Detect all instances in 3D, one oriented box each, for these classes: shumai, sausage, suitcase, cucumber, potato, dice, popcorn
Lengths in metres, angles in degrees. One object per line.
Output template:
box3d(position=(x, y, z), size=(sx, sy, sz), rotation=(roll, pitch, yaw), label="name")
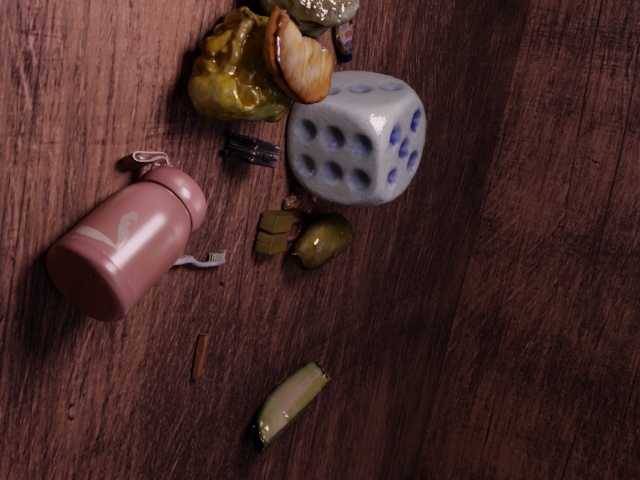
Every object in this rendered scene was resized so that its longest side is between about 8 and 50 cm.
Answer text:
box3d(position=(-0.074, -0.508, 1.776), size=(0.261, 0.222, 0.225), rotation=(42, 46, -24), label="shumai")
box3d(position=(-0.279, 0.270, 1.996), size=(0.026, 0.026, 0.116), rotation=(-14, 119, -61), label="sausage")
box3d(position=(-0.149, -0.198, 1.877), size=(0.126, 0.086, 0.059), rotation=(3, 106, -64), label="suitcase")
box3d(position=(-0.108, 0.467, 2.394), size=(0.325, 0.105, 0.145), rotation=(-41, 167, -48), label="cucumber")
box3d(position=(0.000, 0.000, 2.272), size=(0.251, 0.113, 0.149), rotation=(-28, 156, -53), label="potato")
box3d(position=(0.089, -0.253, 2.115), size=(0.262, 0.268, 0.264), rotation=(-39, 140, -48), label="dice")
box3d(position=(-0.147, -0.346, 1.695), size=(0.286, 0.174, 0.225), rotation=(-13, 106, -65), label="popcorn")

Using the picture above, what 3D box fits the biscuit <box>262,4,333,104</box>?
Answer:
box3d(position=(-0.038, -0.343, 1.680), size=(0.299, 0.045, 0.154), rotation=(19, 70, -67), label="biscuit")

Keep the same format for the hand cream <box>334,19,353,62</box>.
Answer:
box3d(position=(0.054, -0.521, 2.137), size=(0.062, 0.039, 0.163), rotation=(-37, 138, -27), label="hand cream")

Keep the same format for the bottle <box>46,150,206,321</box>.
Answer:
box3d(position=(-0.338, -0.022, 1.531), size=(0.206, 0.173, 0.297), rotation=(55, 50, -18), label="bottle")

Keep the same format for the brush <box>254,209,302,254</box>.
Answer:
box3d(position=(-0.088, -0.024, 2.169), size=(0.233, 0.047, 0.103), rotation=(-9, 115, -68), label="brush")

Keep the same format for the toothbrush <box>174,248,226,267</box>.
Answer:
box3d(position=(-0.302, 0.044, 1.796), size=(0.375, 0.028, 0.037), rotation=(-4, 104, -64), label="toothbrush")

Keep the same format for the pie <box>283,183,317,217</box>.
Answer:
box3d(position=(-0.044, -0.107, 2.213), size=(0.170, 0.034, 0.092), rotation=(5, 105, -64), label="pie")
